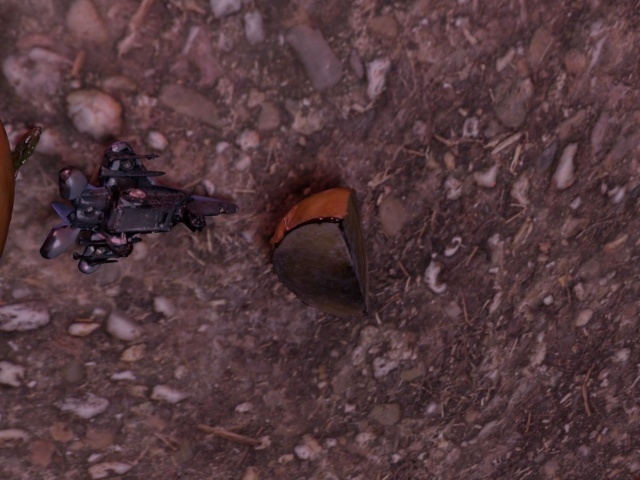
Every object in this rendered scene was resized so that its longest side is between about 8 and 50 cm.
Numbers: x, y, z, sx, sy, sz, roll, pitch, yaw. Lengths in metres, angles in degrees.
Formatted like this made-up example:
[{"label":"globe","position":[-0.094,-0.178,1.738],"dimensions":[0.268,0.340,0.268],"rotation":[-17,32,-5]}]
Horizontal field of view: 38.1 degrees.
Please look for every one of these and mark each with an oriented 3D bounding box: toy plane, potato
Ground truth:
[{"label":"toy plane","position":[-0.192,-0.032,1.057],"dimensions":[0.246,0.078,0.169],"rotation":[4,121,-34]},{"label":"potato","position":[0.001,-0.001,1.219],"dimensions":[0.120,0.100,0.261],"rotation":[3,149,12]}]

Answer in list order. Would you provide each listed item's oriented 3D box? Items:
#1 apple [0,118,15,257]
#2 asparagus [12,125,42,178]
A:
[{"label":"apple","position":[-0.441,-0.029,0.717],"dimensions":[0.392,0.346,0.391],"rotation":[-22,137,-23]},{"label":"asparagus","position":[-0.349,-0.029,1.002],"dimensions":[0.023,0.022,0.232],"rotation":[31,112,2]}]
